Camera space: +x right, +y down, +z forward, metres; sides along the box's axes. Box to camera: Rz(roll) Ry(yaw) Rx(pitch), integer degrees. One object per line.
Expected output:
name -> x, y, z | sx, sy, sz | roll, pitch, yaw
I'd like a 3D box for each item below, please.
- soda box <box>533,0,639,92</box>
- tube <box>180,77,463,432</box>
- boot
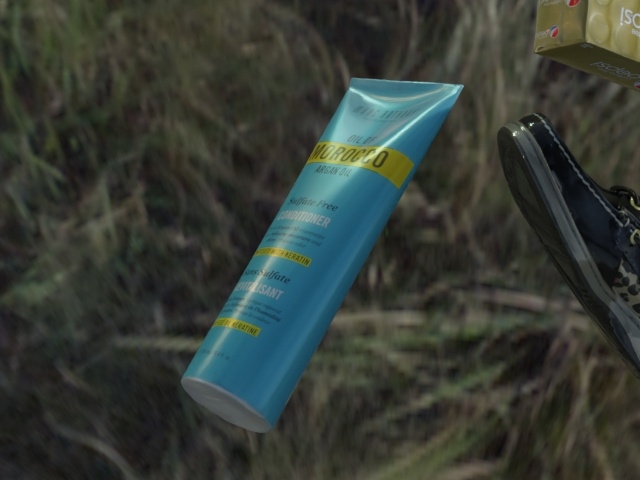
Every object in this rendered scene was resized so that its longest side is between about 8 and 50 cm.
soda box -> 0.253, -0.158, 1.521 | 0.181, 0.058, 0.061 | 14, 77, -37
tube -> 0.000, 0.000, 0.995 | 0.080, 0.052, 0.207 | 12, 63, 39
boot -> 0.234, -0.024, 1.231 | 0.178, 0.085, 0.236 | -35, 115, 0
